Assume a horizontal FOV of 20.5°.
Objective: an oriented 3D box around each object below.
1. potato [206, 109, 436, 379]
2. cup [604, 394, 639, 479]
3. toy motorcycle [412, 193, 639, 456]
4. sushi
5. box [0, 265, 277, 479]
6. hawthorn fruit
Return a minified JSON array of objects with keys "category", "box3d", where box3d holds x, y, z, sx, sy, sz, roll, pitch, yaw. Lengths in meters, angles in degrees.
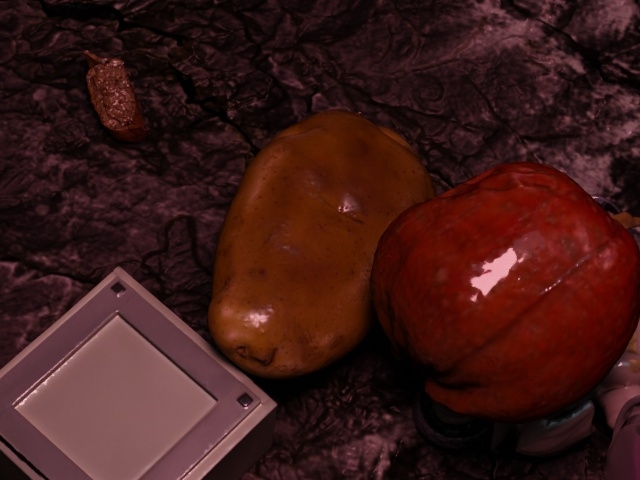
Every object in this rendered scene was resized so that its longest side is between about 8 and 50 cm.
[{"category":"potato","box3d":[0.000,0.000,1.841,0.176,0.195,0.369,-4,38,32]},{"category":"cup","box3d":[0.485,0.240,1.729,0.372,0.253,0.253,-12,63,-13]},{"category":"toy motorcycle","box3d":[0.263,0.107,1.860,0.223,0.108,0.340,28,69,21]},{"category":"sushi","box3d":[-0.233,-0.162,1.993,0.052,0.055,0.120,-15,62,-7]},{"category":"box","box3d":[-0.202,0.186,1.766,0.225,0.117,0.225,40,65,15]},{"category":"hawthorn fruit","box3d":[0.179,0.048,1.720,0.258,0.261,0.258,28,18,-10]}]
